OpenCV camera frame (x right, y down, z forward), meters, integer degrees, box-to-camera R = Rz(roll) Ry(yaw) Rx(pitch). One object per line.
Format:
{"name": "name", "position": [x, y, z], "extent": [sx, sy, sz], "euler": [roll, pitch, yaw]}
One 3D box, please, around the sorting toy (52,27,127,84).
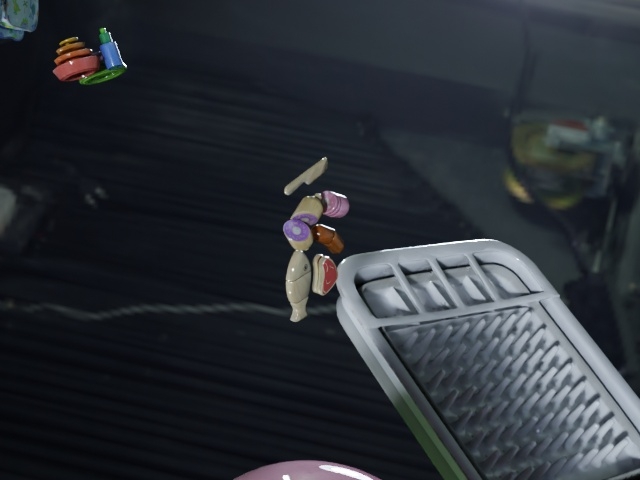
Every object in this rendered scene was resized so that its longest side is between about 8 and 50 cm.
{"name": "sorting toy", "position": [-0.234, -0.189, 1.377], "extent": [0.102, 0.061, 0.042], "euler": [-13, -95, -73]}

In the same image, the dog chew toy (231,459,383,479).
{"name": "dog chew toy", "position": [0.054, 0.280, 0.827], "extent": [0.206, 0.332, 0.206], "euler": [-51, 13, 17]}

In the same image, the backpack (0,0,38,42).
{"name": "backpack", "position": [-0.375, -0.287, 1.552], "extent": [0.105, 0.084, 0.114], "euler": [-16, -79, -76]}

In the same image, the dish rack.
{"name": "dish rack", "position": [0.175, 0.147, 1.346], "extent": [0.286, 0.333, 0.072], "euler": [-6, -41, -41]}

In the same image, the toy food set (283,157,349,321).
{"name": "toy food set", "position": [0.000, 0.000, 1.083], "extent": [0.078, 0.019, 0.122], "euler": [-40, -44, -42]}
